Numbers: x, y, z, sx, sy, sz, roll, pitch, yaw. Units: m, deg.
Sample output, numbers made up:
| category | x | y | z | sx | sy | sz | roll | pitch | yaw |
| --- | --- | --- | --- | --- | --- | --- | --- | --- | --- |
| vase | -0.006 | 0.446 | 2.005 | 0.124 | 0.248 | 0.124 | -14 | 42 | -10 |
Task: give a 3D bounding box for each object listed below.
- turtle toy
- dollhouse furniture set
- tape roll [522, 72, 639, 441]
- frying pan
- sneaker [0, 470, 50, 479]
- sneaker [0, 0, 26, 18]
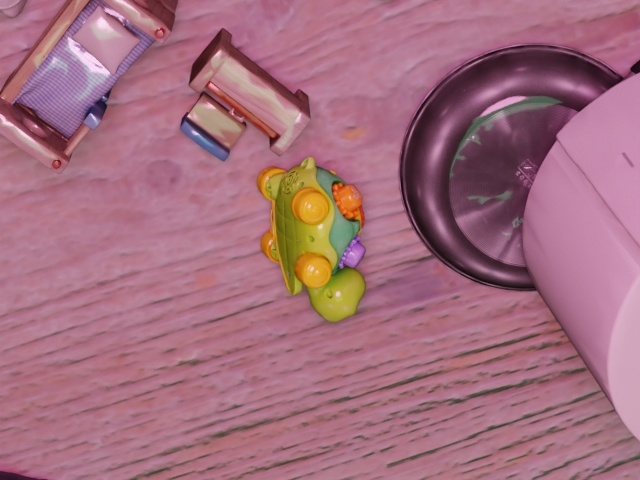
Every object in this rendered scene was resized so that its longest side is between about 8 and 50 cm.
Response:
| category | x | y | z | sx | sy | sz | roll | pitch | yaw |
| --- | --- | --- | --- | --- | --- | --- | --- | --- | --- |
| turtle toy | 0.000 | 0.000 | 1.309 | 0.066 | 0.095 | 0.130 | -11 | 110 | -21 |
| dollhouse furniture set | -0.118 | -0.094 | 1.246 | 0.183 | 0.129 | 0.129 | 37 | 104 | -13 |
| tape roll | 0.283 | 0.014 | 1.240 | 0.246 | 0.169 | 0.246 | -8 | 123 | -12 |
| frying pan | 0.218 | -0.069 | 1.312 | 0.326 | 0.053 | 0.197 | -18 | 110 | 7 |
| sneaker | -0.216 | 0.312 | 1.380 | 0.180 | 0.124 | 0.321 | -40 | 105 | 12 |
| sneaker | -0.209 | -0.225 | 1.228 | 0.262 | 0.099 | 0.121 | -22 | 115 | 13 |
